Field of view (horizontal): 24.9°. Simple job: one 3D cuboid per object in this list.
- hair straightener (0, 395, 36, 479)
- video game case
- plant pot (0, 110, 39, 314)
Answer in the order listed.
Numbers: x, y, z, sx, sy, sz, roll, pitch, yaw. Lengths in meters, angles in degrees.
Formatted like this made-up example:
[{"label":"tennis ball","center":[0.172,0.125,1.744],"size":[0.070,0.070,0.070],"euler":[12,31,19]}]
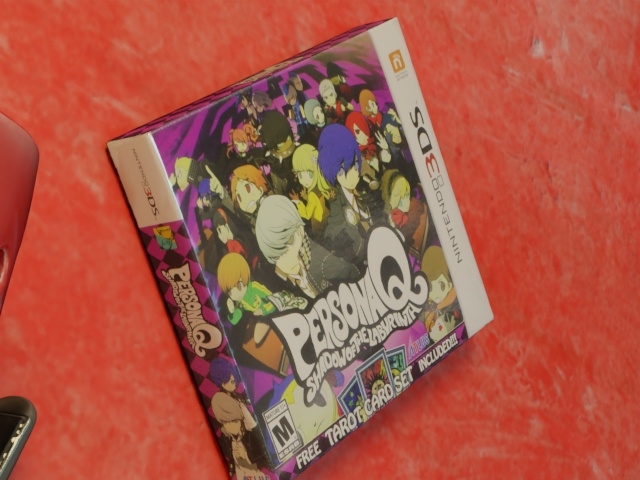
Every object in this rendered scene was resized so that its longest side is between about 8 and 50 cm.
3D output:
[{"label":"hair straightener","center":[-0.172,0.173,0.632],"size":[0.089,0.047,0.230],"euler":[34,61,-40]},{"label":"video game case","center":[0.000,0.000,0.850],"size":[0.232,0.042,0.210],"euler":[-31,107,-45]},{"label":"plant pot","center":[-0.209,0.025,0.506],"size":[0.191,0.191,0.174],"euler":[24,71,-44]}]
